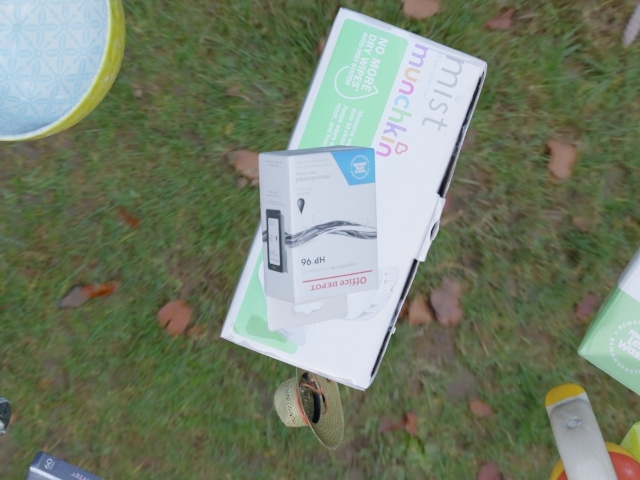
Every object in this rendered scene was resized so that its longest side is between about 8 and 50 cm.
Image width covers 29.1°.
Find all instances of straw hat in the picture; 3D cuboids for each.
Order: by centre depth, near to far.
[{"bbox_3d":[-0.025,0.206,1.585,0.061,0.144,0.144,-18,95,19],"label":"straw hat"}]

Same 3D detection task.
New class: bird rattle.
[{"bbox_3d":[0.224,0.232,0.983,0.143,0.253,0.207,-18,115,18],"label":"bird rattle"}]

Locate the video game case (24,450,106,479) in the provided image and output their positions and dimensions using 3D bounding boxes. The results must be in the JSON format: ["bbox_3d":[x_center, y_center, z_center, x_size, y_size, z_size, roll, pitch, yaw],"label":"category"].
[{"bbox_3d":[-0.134,0.292,1.047,0.274,0.026,0.196,26,134,-2],"label":"video game case"}]

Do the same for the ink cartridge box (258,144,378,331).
[{"bbox_3d":[0.000,0.000,0.566,0.048,0.028,0.083,-9,101,-33],"label":"ink cartridge box"}]

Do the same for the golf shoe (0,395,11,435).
[{"bbox_3d":[-0.461,0.216,1.287,0.273,0.120,0.105,-30,132,-24],"label":"golf shoe"}]

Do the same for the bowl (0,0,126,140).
[{"bbox_3d":[-0.366,-0.268,1.635,0.289,0.156,0.290,-1,88,20],"label":"bowl"}]

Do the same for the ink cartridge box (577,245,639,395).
[{"bbox_3d":[0.400,-0.002,1.039,0.207,0.119,0.353,34,106,12],"label":"ink cartridge box"}]

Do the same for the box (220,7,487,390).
[{"bbox_3d":[0.022,-0.032,1.009,0.126,0.231,0.262,20,92,-3],"label":"box"}]
